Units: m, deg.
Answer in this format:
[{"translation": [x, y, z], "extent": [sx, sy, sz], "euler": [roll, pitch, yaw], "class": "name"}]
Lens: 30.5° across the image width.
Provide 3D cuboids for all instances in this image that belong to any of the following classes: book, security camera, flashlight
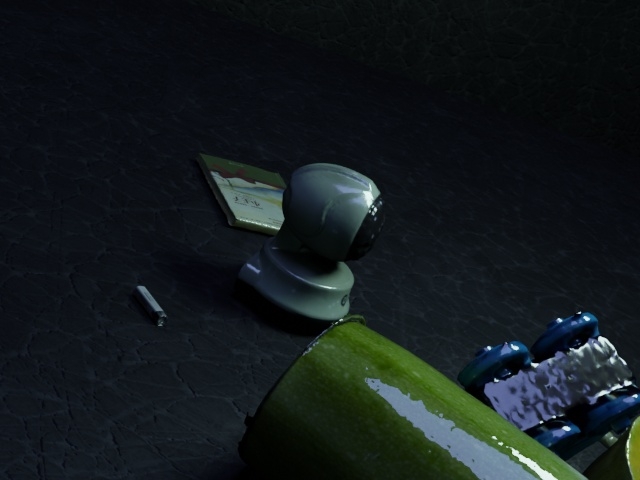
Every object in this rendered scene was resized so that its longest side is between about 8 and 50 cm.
[{"translation": [-0.132, -0.087, 2.394], "extent": [0.201, 0.026, 0.289], "euler": [14, 24, -30], "class": "book"}, {"translation": [0.000, 0.000, 2.008], "extent": [0.191, 0.277, 0.197], "euler": [28, 21, 9], "class": "security camera"}, {"translation": [-0.266, 0.102, 1.838], "extent": [0.018, 0.018, 0.083], "euler": [5, 30, -41], "class": "flashlight"}]

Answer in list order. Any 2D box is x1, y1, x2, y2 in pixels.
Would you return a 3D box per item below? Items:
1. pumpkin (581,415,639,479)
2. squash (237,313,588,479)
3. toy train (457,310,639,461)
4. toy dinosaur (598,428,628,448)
[{"translation": [0.479, 0.418, 1.628], "extent": [0.332, 0.199, 0.332], "euler": [29, 39, -27], "class": "pumpkin"}, {"translation": [0.110, 0.294, 1.492], "extent": [0.384, 0.263, 0.263], "euler": [35, 24, 22], "class": "squash"}, {"translation": [0.297, 0.251, 1.694], "extent": [0.300, 0.265, 0.188], "euler": [-18, 66, -31], "class": "toy train"}, {"translation": [0.516, 0.400, 1.896], "extent": [0.162, 0.077, 0.294], "euler": [-1, 47, -17], "class": "toy dinosaur"}]
